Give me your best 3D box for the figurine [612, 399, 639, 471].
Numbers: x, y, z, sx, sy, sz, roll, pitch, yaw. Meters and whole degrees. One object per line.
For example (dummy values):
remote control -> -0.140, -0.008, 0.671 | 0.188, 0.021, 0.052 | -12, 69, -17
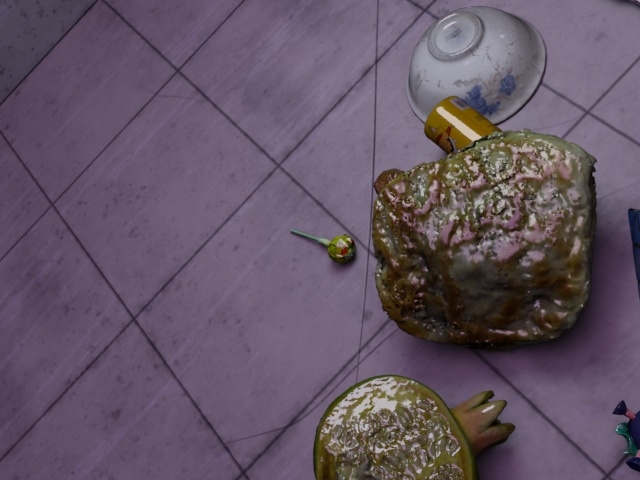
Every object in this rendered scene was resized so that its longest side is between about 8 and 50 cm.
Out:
figurine -> 0.565, 0.289, 1.332 | 0.195, 0.102, 0.111 | -27, 56, 16

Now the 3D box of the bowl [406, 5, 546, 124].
bowl -> 0.306, -0.395, 1.780 | 0.313, 0.146, 0.313 | -11, 63, 23

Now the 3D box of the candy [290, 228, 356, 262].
candy -> 0.000, 0.000, 1.820 | 0.194, 0.058, 0.062 | 21, 70, 43

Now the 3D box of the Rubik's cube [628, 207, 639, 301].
Rubik's cube -> 0.570, -0.019, 1.437 | 0.211, 0.178, 0.190 | -40, 51, 5

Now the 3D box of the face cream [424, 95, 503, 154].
face cream -> 0.357, -0.146, 1.640 | 0.105, 0.105, 0.348 | -46, 63, 2

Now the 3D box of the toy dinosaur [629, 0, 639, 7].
toy dinosaur -> 0.621, -0.584, 1.746 | 0.162, 0.077, 0.294 | -41, 40, 11

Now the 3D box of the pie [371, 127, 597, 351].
pie -> 0.299, 0.009, 1.504 | 0.418, 0.180, 0.395 | -11, 89, 28

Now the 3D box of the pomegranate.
pomegranate -> 0.161, 0.386, 1.456 | 0.358, 0.216, 0.310 | -20, 53, -17
